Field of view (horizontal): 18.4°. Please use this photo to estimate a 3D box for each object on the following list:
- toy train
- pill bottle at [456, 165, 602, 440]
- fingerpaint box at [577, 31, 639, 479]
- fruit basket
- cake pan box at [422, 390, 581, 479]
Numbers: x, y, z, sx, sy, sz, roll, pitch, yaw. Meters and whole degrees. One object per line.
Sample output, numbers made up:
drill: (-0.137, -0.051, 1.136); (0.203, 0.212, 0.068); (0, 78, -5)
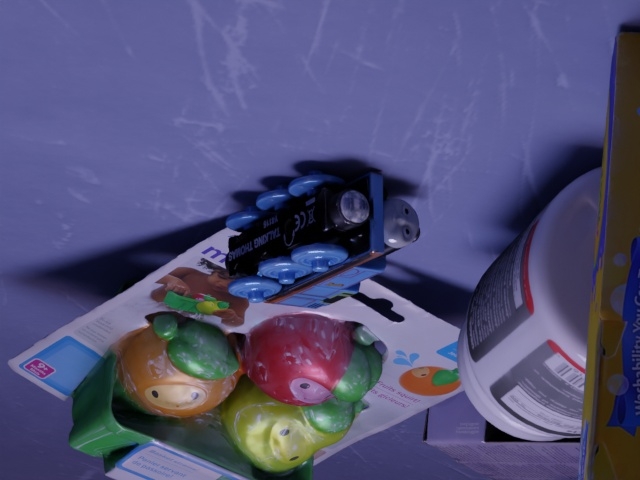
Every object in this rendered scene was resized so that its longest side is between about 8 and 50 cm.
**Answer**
toy train: (0.000, 0.000, 1.506); (0.105, 0.080, 0.184); (7, 161, -31)
pill bottle: (0.199, 0.057, 1.468); (0.161, 0.161, 0.283); (9, 163, -7)
fingerpaint box: (0.336, 0.121, 1.143); (0.371, 0.445, 0.163); (3, 164, 8)
fruit basket: (-0.054, 0.122, 1.763); (0.327, 0.165, 0.353); (28, 145, -32)
cake pan box: (0.269, 0.215, 2.118); (0.245, 0.070, 0.267); (-5, 160, 28)
